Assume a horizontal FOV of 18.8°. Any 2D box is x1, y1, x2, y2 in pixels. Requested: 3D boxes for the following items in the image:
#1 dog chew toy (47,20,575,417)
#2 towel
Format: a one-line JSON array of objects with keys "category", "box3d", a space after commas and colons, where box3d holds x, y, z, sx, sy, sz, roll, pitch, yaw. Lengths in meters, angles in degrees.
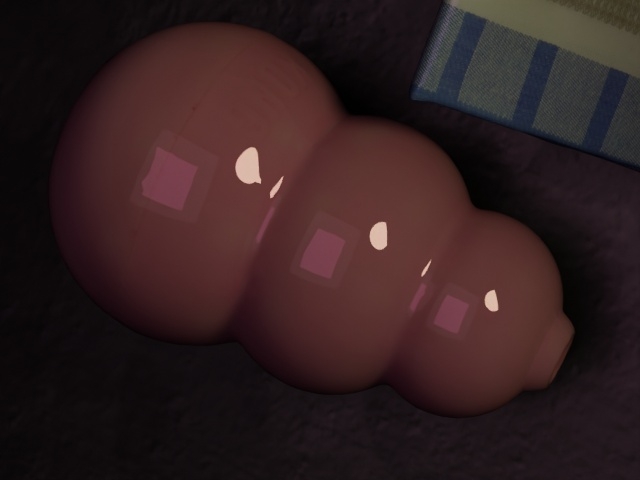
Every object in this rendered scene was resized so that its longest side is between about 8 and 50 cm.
[{"category": "dog chew toy", "box3d": [0.000, 0.000, 1.197, 0.331, 0.206, 0.207, 26, 100, 12]}, {"category": "towel", "box3d": [0.187, -0.185, 1.125, 0.034, 0.209, 0.285, 41, 111, 56]}]
